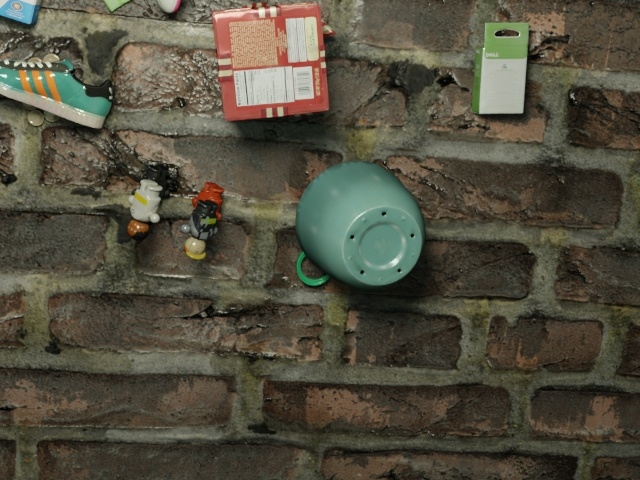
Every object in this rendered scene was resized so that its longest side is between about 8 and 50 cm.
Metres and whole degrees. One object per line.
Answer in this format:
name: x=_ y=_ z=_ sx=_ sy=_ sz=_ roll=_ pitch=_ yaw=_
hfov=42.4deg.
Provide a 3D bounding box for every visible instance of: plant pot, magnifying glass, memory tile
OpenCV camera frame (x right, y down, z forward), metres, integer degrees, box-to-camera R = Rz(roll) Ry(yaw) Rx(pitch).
plant pot: x=0.110 y=-0.019 z=1.896 sx=0.293 sy=0.235 sz=0.293 roll=-4 pitch=107 yaw=-13
magnifying glass: x=0.000 y=0.000 z=2.016 sx=0.092 sy=0.026 sz=0.231 roll=10 pitch=106 yaw=-10
memory tile: x=-0.619 y=-0.337 z=1.848 sx=0.113 sy=0.012 sz=0.148 roll=-15 pitch=106 yaw=-3

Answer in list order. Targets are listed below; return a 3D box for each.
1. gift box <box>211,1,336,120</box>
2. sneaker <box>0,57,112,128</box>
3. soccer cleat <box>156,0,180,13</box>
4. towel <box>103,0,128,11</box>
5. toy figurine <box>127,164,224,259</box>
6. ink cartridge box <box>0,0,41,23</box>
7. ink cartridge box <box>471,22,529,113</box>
gift box: x=-0.091 y=-0.380 z=1.772 sx=0.276 sy=0.258 sz=0.255 roll=-2 pitch=106 yaw=-7
sneaker: x=-0.601 y=-0.351 z=1.789 sx=0.302 sy=0.108 sz=0.121 roll=19 pitch=101 yaw=-20
soccer cleat: x=-0.343 y=-0.652 z=1.732 sx=0.143 sy=0.116 sz=0.331 roll=2 pitch=99 yaw=-29
towel: x=-0.453 y=-0.592 z=1.794 sx=0.113 sy=0.023 sz=0.152 roll=-29 pitch=109 yaw=4
toy figurine: x=-0.330 y=-0.060 z=1.861 sx=0.213 sy=0.209 sz=0.148 roll=18 pitch=109 yaw=-11
ink cartridge box: x=-0.653 y=-0.571 z=1.741 sx=0.140 sy=0.082 sz=0.190 roll=16 pitch=101 yaw=-11
ink cartridge box: x=0.421 y=-0.403 z=1.931 sx=0.109 sy=0.062 sz=0.209 roll=-1 pitch=106 yaw=-7
